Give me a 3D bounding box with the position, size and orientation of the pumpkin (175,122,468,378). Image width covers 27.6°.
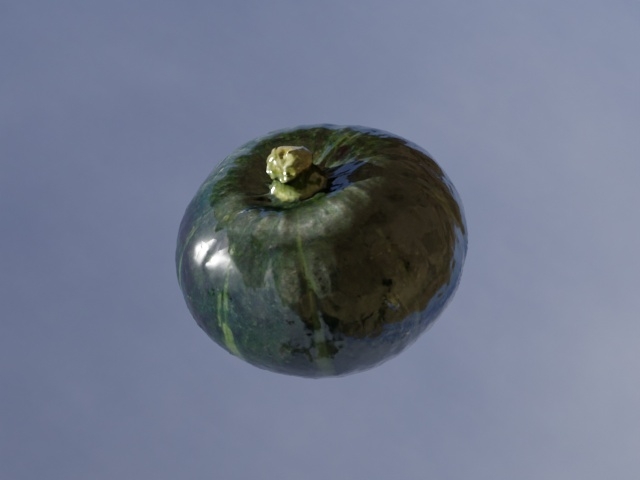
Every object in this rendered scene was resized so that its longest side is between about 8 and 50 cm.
[{"bbox_3d":[0.001,0.003,0.736,0.167,0.125,0.167,8,-143,-6],"label":"pumpkin"}]
